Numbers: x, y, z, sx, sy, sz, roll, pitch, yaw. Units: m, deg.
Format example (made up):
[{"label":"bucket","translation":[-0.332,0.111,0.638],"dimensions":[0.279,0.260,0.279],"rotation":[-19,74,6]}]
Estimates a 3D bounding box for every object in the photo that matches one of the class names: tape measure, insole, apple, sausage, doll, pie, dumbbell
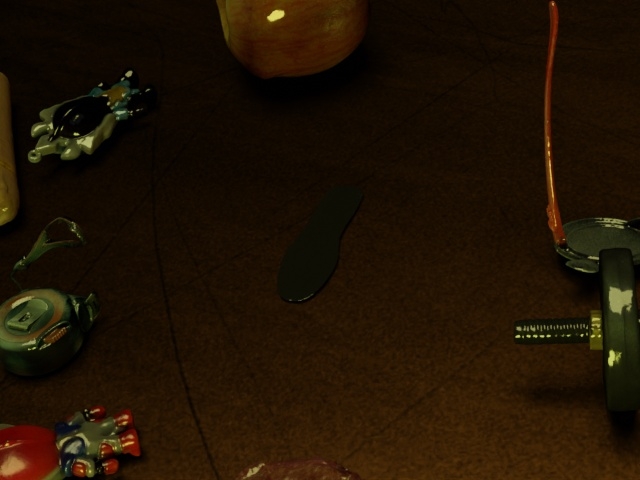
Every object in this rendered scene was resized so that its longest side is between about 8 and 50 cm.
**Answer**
[{"label":"tape measure","translation":[-0.294,0.052,1.155],"dimensions":[0.104,0.179,0.107],"rotation":[18,48,10]},{"label":"insole","translation":[0.000,0.000,1.248],"dimensions":[0.064,0.004,0.188],"rotation":[7,46,22]},{"label":"apple","translation":[-0.038,-0.314,1.452],"dimensions":[0.188,0.211,0.211],"rotation":[-15,41,-12]},{"label":"sausage","translation":[-0.421,-0.120,1.453],"dimensions":[0.066,0.065,0.301],"rotation":[-16,41,-3]},{"label":"doll","translation":[-0.298,-0.156,1.457],"dimensions":[0.096,0.070,0.195],"rotation":[35,55,22]},{"label":"pie","translation":[-0.024,0.243,0.961],"dimensions":[0.154,0.038,0.153],"rotation":[-10,41,8]},{"label":"doll","translation":[-0.267,0.204,1.060],"dimensions":[0.195,0.062,0.104],"rotation":[-15,58,-13]},{"label":"dumbbell","translation":[0.330,0.073,0.971],"dimensions":[0.326,0.143,0.143],"rotation":[-3,43,13]}]

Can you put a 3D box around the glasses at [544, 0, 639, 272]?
[{"label":"glasses","translation":[0.324,-0.110,1.092],"dimensions":[0.234,0.268,0.118],"rotation":[-12,23,5]}]
